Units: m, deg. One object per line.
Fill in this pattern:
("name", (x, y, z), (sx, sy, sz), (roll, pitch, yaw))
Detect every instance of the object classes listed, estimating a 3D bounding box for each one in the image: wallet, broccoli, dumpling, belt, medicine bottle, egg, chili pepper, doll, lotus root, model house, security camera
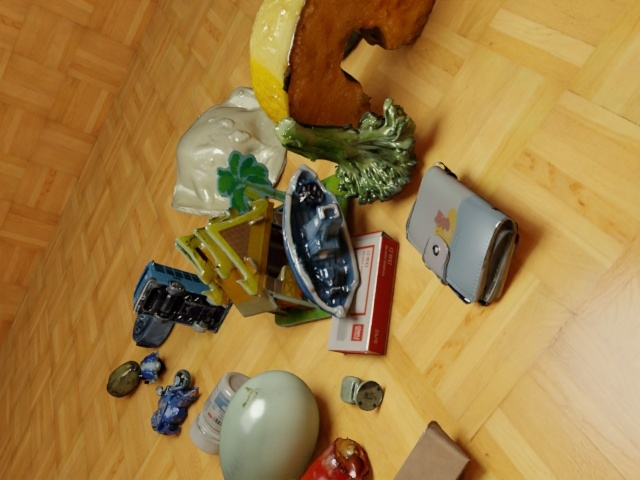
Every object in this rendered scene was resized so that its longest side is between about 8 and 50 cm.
("wallet", (0.226, -0.011, 1.031), (0.231, 0.069, 0.170), (-126, 44, -54))
("broccoli", (0.070, -0.174, 1.152), (0.198, 0.275, 0.177), (-25, 58, 29))
("dumpling", (-0.223, -0.222, 1.695), (0.315, 0.233, 0.395), (20, 75, 25))
("belt", (-0.507, 0.239, 1.921), (0.190, 0.082, 0.141), (-53, 33, 22))
("medicine bottle", (-0.213, 0.387, 1.420), (0.168, 0.105, 0.105), (-57, 36, 19))
("egg", (-0.101, 0.374, 1.199), (0.183, 0.183, 0.264), (31, 105, 55))
("chili pepper", (0.007, 0.438, 1.110), (0.192, 0.084, 0.086), (-55, 4, 18))
("doll", (-0.494, 0.372, 1.854), (0.195, 0.070, 0.096), (-29, 57, 60))
("lotus root", (-0.610, 0.435, 1.973), (0.179, 0.080, 0.089), (-39, 39, 35))
("model house", (-0.119, -0.031, 1.313), (0.242, 0.313, 0.357), (-16, 60, 48))
("security camera", (0.068, 0.271, 1.142), (0.092, 0.058, 0.058), (3, 76, 67))

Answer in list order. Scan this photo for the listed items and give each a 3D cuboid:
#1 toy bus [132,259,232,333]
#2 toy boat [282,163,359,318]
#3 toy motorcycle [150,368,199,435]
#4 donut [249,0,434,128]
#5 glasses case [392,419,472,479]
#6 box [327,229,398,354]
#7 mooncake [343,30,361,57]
("toy bus", (-0.360, 0.144, 1.630), (0.116, 0.234, 0.133), (-59, 34, 17))
("toy boat", (0.000, 0.000, 1.179), (0.142, 0.129, 0.309), (131, 128, -61))
("toy motorcycle", (-0.389, 0.441, 1.674), (0.205, 0.076, 0.114), (-58, 45, 15))
("donut", (0.024, -0.396, 1.234), (0.163, 0.377, 0.435), (31, 93, 31))
("glasses case", (0.163, 0.376, 0.947), (0.102, 0.070, 0.193), (34, 102, 27))
("box", (0.080, 0.101, 1.196), (0.123, 0.050, 0.229), (-10, 67, 52))
("mooncake", (0.021, -0.536, 1.528), (0.228, 0.124, 0.228), (-20, 64, 47))
